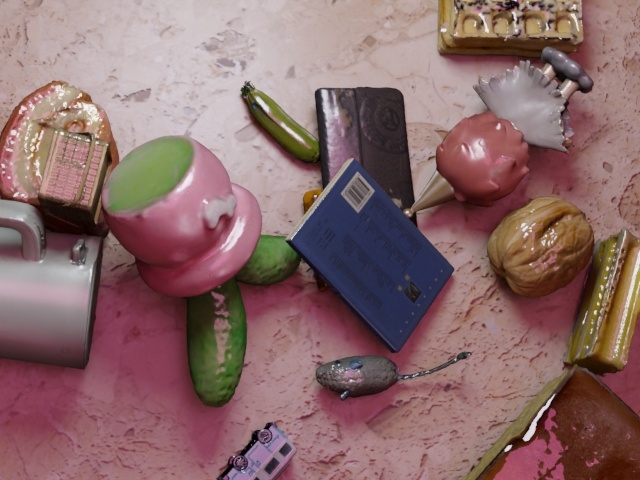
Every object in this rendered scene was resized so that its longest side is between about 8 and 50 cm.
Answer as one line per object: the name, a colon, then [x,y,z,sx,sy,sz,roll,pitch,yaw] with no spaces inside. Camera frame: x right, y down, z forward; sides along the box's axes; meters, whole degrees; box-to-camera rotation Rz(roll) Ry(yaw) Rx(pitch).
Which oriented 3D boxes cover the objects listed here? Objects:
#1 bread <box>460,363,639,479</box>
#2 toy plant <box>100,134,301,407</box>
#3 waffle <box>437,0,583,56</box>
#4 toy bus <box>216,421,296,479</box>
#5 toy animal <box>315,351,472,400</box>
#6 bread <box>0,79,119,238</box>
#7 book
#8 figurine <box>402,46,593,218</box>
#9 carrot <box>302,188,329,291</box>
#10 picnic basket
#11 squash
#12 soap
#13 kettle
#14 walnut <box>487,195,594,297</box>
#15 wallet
bread: [0.420,0.425,1.956,0.333,0.143,0.323,43,74,0]
toy plant: [-0.188,0.031,1.839,0.210,0.356,0.317,6,53,29]
waffle: [0.323,-0.510,2.131,0.260,0.114,0.377,2,79,-10]
toy bus: [-0.099,0.354,1.919,0.075,0.060,0.123,44,73,-3]
toy animal: [0.117,0.216,1.974,0.252,0.079,0.070,-4,102,-10]
bread: [-0.414,-0.135,1.925,0.190,0.123,0.244,6,77,-7]
book: [0.085,0.025,1.969,0.269,0.025,0.191,46,63,-18]
figurine: [0.298,-0.157,2.039,0.207,0.166,0.387,40,83,19]
carrot: [0.000,0.000,2.013,0.042,0.042,0.171,-7,80,-11]
picnic basket: [-0.360,-0.090,1.781,0.079,0.164,0.115,14,78,-5]
squash: [-0.068,-0.196,2.034,0.183,0.052,0.052,45,75,-1]
soap: [0.488,0.105,2.032,0.076,0.135,0.233,18,76,-6]
kettle: [-0.492,0.066,1.802,0.317,0.265,0.205,8,75,-6]
walnut: [0.373,0.006,2.025,0.184,0.155,0.155,-35,87,-16]
wallet: [0.082,-0.102,2.032,0.170,0.044,0.321,-1,79,-26]
